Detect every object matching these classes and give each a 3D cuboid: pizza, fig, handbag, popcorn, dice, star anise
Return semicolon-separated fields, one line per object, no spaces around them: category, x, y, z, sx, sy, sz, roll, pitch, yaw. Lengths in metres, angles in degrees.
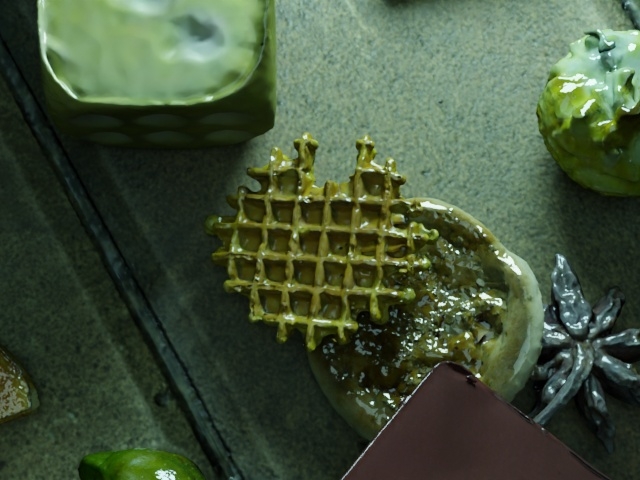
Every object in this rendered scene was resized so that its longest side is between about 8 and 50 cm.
pizza;-0.393;0.156;1.353;0.175;0.046;0.134;39;80;4
fig;-0.191;0.268;1.309;0.156;0.123;0.123;20;80;13
handbag;0.139;0.277;1.182;0.260;0.084;0.275;39;51;10
popcorn;0.342;-0.144;1.362;0.198;0.212;0.198;1;88;-34
dice;-0.165;-0.227;1.334;0.238;0.227;0.233;0;81;-2
star anise;0.269;0.136;1.361;0.209;0.089;0.231;15;68;8

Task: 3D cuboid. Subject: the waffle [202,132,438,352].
waffle;0.000;0.000;1.357;0.229;0.051;0.231;-37;70;1

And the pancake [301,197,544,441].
pancake;0.103;0.090;1.359;0.282;0.049;0.282;-4;75;13
